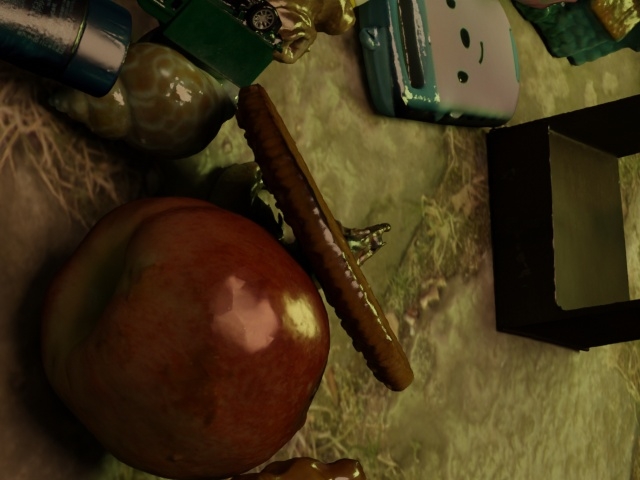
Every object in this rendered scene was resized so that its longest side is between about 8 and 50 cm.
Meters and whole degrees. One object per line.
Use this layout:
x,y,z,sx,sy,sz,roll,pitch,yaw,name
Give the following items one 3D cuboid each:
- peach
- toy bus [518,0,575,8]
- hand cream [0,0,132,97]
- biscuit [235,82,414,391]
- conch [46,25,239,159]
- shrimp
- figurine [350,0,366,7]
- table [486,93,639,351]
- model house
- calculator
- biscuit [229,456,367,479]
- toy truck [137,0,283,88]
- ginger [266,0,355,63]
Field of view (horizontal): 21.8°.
-0.094,0.089,1.356,0.257,0.232,0.232,31,56,-37,peach
0.246,-0.469,1.971,0.162,0.171,0.386,38,36,-78,toy bus
-0.278,-0.205,1.318,0.271,0.061,0.120,25,61,-29,hand cream
0.000,0.000,1.452,0.305,0.038,0.305,62,2,-4,biscuit
-0.139,-0.126,1.463,0.116,0.106,0.173,61,27,-13,conch
-0.020,-0.014,1.618,0.251,0.052,0.143,-12,86,-52,shrimp
0.025,-0.322,1.698,0.178,0.130,0.109,47,50,-34,figurine
0.366,-0.021,1.920,0.196,0.282,0.250,16,67,-48,table
0.393,-0.382,2.099,0.226,0.241,0.261,51,45,-33,model house
0.134,-0.215,1.872,0.293,0.051,0.172,1,80,-52,calculator
-0.013,0.338,1.329,0.326,0.107,0.325,22,58,-42,biscuit
-0.100,-0.208,1.445,0.147,0.079,0.065,34,21,-34,toy truck
-0.083,-0.264,1.554,0.270,0.123,0.218,-18,78,-46,ginger
